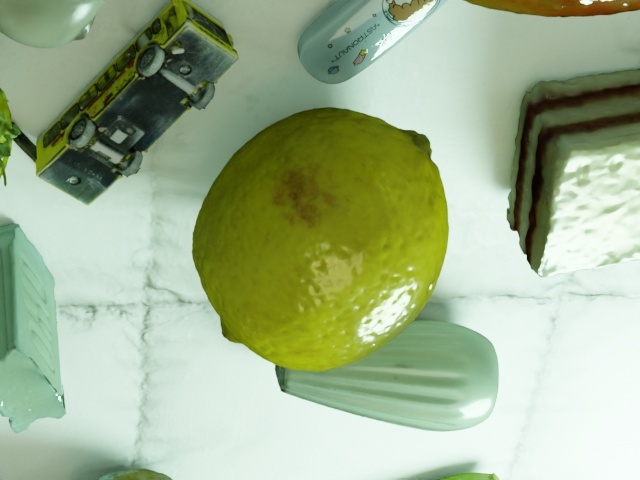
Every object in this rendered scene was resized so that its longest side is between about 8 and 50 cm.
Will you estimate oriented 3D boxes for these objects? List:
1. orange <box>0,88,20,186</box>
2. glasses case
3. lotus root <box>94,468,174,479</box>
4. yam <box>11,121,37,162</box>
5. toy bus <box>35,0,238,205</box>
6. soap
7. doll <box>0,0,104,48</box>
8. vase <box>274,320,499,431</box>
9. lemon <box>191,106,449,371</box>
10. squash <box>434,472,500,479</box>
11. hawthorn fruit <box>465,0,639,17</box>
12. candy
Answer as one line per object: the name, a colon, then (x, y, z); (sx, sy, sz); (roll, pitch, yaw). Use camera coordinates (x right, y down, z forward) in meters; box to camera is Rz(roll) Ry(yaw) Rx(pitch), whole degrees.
orange: (-0.418, -0.104, 1.353); (0.301, 0.300, 0.223); (22, 117, -39)
glasses case: (0.055, -0.220, 1.552); (0.178, 0.045, 0.067); (-38, 129, 17)
lotus root: (-0.209, 0.399, 1.941); (0.175, 0.175, 0.349); (-13, 136, -4)
yam: (-0.291, -0.093, 1.588); (0.014, 0.014, 0.107); (-30, 130, 11)
toy bus: (-0.179, -0.131, 1.547); (0.081, 0.074, 0.226); (31, 116, -33)
soap: (-0.309, 0.083, 1.611); (0.063, 0.198, 0.114); (-21, 134, 5)
doll: (-0.300, -0.287, 1.290); (0.370, 0.226, 0.215); (4, 163, -23)
vase: (0.074, 0.152, 1.830); (0.248, 0.128, 0.128); (5, 128, -9)
lemon: (0.000, -0.001, 1.592); (0.267, 0.267, 0.267); (-8, 131, -9)
squash: (0.137, 0.343, 2.042); (0.201, 0.066, 0.066); (-21, 132, 2)
hawthorn fruit: (0.210, -0.345, 1.266); (0.403, 0.402, 0.402); (-8, 131, -9)
candy: (0.364, -0.084, 1.695); (0.321, 0.135, 0.179); (-10, 131, -9)
